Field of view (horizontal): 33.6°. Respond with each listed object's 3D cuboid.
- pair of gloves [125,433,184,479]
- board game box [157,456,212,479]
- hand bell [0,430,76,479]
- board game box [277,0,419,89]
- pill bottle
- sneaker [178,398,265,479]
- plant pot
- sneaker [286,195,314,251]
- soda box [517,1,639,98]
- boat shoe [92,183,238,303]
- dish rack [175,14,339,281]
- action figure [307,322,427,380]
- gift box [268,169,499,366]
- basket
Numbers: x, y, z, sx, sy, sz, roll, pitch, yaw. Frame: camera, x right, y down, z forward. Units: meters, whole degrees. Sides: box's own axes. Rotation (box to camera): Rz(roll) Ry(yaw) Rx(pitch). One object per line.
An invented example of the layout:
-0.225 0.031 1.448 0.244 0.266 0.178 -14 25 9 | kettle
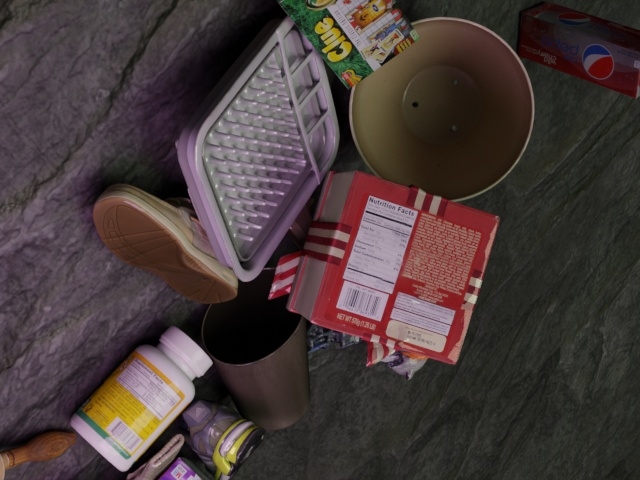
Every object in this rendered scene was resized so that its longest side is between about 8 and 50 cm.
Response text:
-0.314 0.396 1.629 0.240 0.042 0.204 -40 170 -30 | pair of gloves
-0.263 0.492 1.680 0.275 0.142 0.144 -47 173 -10 | board game box
-0.431 0.305 1.479 0.242 0.126 0.126 -9 120 -58 | hand bell
0.042 -0.317 1.501 0.136 0.030 0.259 -33 152 10 | board game box
-0.263 0.231 1.585 0.208 0.117 0.117 -47 140 -15 | pill bottle
-0.164 0.313 1.714 0.111 0.121 0.300 -48 173 -20 | sneaker
0.195 -0.216 1.718 0.191 0.284 0.284 -59 170 -77 | plant pot
0.000 0.000 1.761 0.071 0.066 0.188 -48 139 -11 | sneaker
0.486 -0.348 1.917 0.083 0.263 0.092 -30 134 -33 | soda box
-0.214 -0.010 1.511 0.302 0.109 0.098 42 42 -50 | boat shoe
-0.090 -0.139 1.509 0.333 0.072 0.285 -59 148 -36 | dish rack
0.128 0.109 1.900 0.341 0.178 0.330 -28 123 -35 | action figure
0.080 0.048 1.552 0.255 0.258 0.276 22 90 -9 | gift box
-0.091 0.192 1.727 0.227 0.154 0.204 81 29 -46 | basket
